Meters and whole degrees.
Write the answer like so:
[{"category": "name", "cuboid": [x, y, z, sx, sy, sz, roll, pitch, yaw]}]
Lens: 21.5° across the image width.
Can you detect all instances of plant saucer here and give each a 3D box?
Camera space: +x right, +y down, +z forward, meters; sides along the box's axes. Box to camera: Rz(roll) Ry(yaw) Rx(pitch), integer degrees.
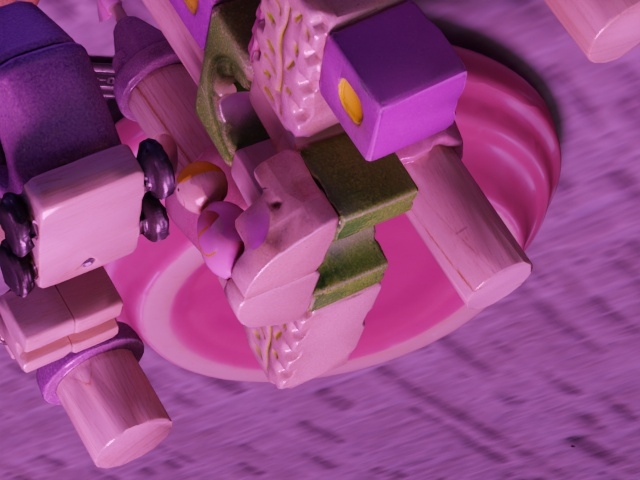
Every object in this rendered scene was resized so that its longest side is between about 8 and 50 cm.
[{"category": "plant saucer", "cuboid": [0.000, 0.000, 1.093, 0.332, 0.084, 0.332, -9, 150, -5]}]

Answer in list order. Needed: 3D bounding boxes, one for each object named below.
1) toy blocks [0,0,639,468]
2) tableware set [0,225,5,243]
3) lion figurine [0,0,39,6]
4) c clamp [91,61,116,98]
[{"category": "toy blocks", "cuboid": [-0.055, -0.091, 0.785, 0.309, 0.260, 0.288, -23, 156, -23]}, {"category": "tableware set", "cuboid": [-0.277, -0.006, 1.071, 0.128, 0.039, 0.194, -4, 151, 19]}, {"category": "lion figurine", "cuboid": [-0.246, -0.147, 0.734, 0.392, 0.142, 0.240, 1, 164, -46]}, {"category": "c clamp", "cuboid": [-0.144, -0.067, 1.045, 0.160, 0.022, 0.137, -1, 143, -8]}]
